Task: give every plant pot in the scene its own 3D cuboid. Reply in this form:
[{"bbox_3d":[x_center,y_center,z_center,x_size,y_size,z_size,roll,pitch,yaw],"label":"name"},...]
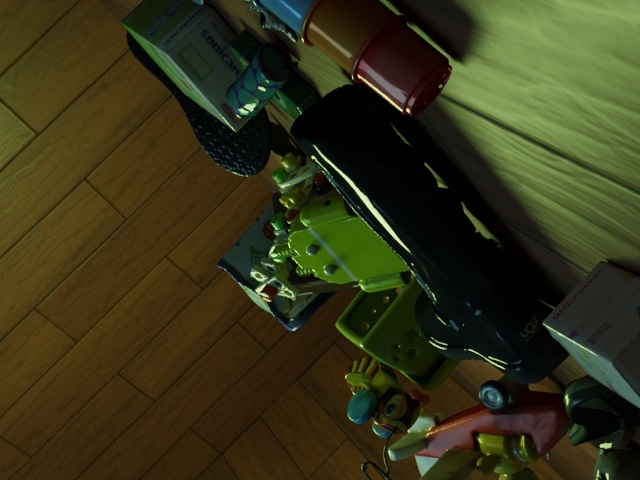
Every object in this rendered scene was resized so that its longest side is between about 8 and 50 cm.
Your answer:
[{"bbox_3d":[0.195,0.169,1.947,0.207,0.228,0.227,40,176,-14],"label":"plant pot"}]

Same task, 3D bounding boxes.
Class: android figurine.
[{"bbox_3d":[0.057,0.007,1.639,0.248,0.272,0.056,50,-142,-41],"label":"android figurine"}]

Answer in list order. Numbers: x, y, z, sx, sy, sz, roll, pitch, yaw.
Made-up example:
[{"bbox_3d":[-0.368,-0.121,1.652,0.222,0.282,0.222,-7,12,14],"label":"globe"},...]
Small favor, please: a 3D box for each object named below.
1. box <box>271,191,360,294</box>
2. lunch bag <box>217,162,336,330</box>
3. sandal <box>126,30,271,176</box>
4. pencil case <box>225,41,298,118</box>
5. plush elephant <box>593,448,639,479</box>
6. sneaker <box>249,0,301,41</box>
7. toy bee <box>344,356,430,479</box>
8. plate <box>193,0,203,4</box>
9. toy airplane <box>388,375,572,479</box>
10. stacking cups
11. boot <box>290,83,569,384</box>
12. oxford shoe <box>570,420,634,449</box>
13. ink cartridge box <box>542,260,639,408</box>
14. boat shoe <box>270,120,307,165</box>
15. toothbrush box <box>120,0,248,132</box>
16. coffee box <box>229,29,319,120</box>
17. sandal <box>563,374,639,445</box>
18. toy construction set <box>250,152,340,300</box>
[{"bbox_3d":[0.000,0.000,2.021,0.167,0.168,0.203,65,-164,-77],"label":"box"},{"bbox_3d":[-0.042,0.037,2.302,0.239,0.328,0.385,43,174,10],"label":"lunch bag"},{"bbox_3d":[-0.241,-0.335,2.054,0.446,0.167,0.107,52,-157,9],"label":"sandal"},{"bbox_3d":[-0.094,-0.245,1.451,0.064,0.070,0.151,25,154,-17],"label":"pencil case"},{"bbox_3d":[0.526,0.489,1.670,0.272,0.330,0.255,20,135,51],"label":"plush elephant"},{"bbox_3d":[-0.059,-0.284,1.222,0.083,0.037,0.032,46,175,-24],"label":"sneaker"},{"bbox_3d":[0.149,0.334,1.896,0.195,0.162,0.298,22,-148,-49],"label":"toy bee"},{"bbox_3d":[-0.248,-0.459,1.518,0.188,0.024,0.188,46,176,5],"label":"plate"},{"bbox_3d":[0.337,0.435,1.942,0.272,0.386,0.384,57,178,5],"label":"toy airplane"},{"bbox_3d":[-0.015,-0.232,0.890,0.316,0.096,0.096,44,176,12],"label":"stacking cups"},{"bbox_3d":[0.116,-0.016,1.323,0.445,0.146,0.367,44,169,-17],"label":"boot"},{"bbox_3d":[0.487,0.314,1.577,0.076,0.076,0.212,15,173,0],"label":"oxford shoe"},{"bbox_3d":[0.298,0.092,0.923,0.090,0.092,0.143,46,178,-21],"label":"ink cartridge box"},{"bbox_3d":[-0.091,-0.219,2.149,0.153,0.056,0.048,39,176,-39],"label":"boat shoe"},{"bbox_3d":[-0.230,-0.349,1.770,0.206,0.122,0.283,48,174,-37],"label":"toothbrush box"},{"bbox_3d":[-0.066,-0.256,1.552,0.184,0.040,0.113,44,175,27],"label":"coffee box"},{"bbox_3d":[0.390,0.216,1.304,0.303,0.120,0.086,56,-163,-62],"label":"sandal"},{"bbox_3d":[-0.044,-0.043,1.831,0.151,0.328,0.215,34,154,-33],"label":"toy construction set"}]
